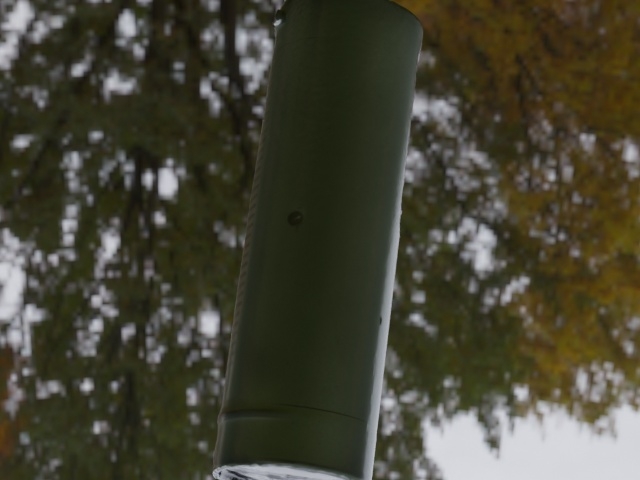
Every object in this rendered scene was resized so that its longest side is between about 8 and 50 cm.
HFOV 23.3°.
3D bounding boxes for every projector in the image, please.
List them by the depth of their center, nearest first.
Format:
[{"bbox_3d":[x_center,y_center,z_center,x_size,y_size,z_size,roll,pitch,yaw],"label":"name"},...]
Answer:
[{"bbox_3d":[0.000,0.000,1.051,0.108,0.108,0.338,6,-108,6],"label":"projector"}]
